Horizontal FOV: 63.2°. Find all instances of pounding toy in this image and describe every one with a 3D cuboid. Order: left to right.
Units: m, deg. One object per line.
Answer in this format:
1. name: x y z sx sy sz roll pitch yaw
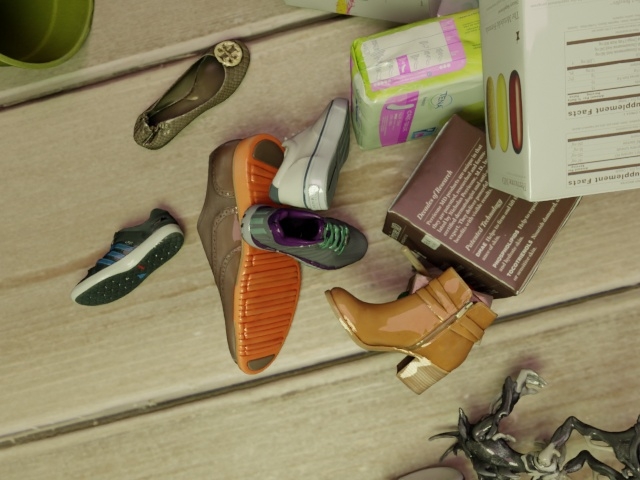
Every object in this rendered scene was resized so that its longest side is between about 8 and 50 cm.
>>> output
1. pounding toy: 0.169 0.082 0.762 0.141 0.130 0.100 17 83 7

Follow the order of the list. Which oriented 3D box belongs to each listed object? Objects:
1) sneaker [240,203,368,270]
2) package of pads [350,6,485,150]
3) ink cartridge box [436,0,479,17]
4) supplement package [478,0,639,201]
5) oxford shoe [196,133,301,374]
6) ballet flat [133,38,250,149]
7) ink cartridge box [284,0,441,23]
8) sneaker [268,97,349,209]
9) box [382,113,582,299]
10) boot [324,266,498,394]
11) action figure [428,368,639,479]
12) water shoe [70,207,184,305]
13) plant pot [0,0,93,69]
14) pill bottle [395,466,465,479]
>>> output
1. sneaker: 0.000 0.000 0.751 0.224 0.098 0.083 10 84 -37
2. package of pads: 0.191 -0.235 0.757 0.297 0.229 0.101 -13 81 2
3. ink cartridge box: 0.202 -0.459 0.877 0.225 0.056 0.181 35 86 7
4. supplement package: 0.268 -0.178 0.582 0.134 0.139 0.244 -7 102 1
5. oxford shoe: -0.119 0.023 0.819 0.133 0.130 0.363 0 88 37
6. ballet flat: -0.219 -0.250 0.875 0.250 0.058 0.084 -42 82 -2
7. ink cartridge box: 0.063 -0.485 0.794 0.270 0.197 0.198 18 84 18
8. sneaker: -0.010 -0.142 0.774 0.091 0.094 0.258 6 39 11
9. box: 0.221 -0.039 0.756 0.203 0.168 0.167 33 85 8
10. boot: 0.117 0.089 0.680 0.197 0.073 0.152 41 100 -8
11. action figure: 0.299 0.280 0.722 0.276 0.141 0.164 -6 112 40
12. water shoe: -0.317 0.029 0.848 0.203 0.073 0.080 -34 59 -5
13. plant pot: -0.628 -0.440 0.812 0.353 0.366 0.366 -1 82 16
14. pill bottle: 0.177 0.455 0.710 0.131 0.130 0.245 -20 82 1
